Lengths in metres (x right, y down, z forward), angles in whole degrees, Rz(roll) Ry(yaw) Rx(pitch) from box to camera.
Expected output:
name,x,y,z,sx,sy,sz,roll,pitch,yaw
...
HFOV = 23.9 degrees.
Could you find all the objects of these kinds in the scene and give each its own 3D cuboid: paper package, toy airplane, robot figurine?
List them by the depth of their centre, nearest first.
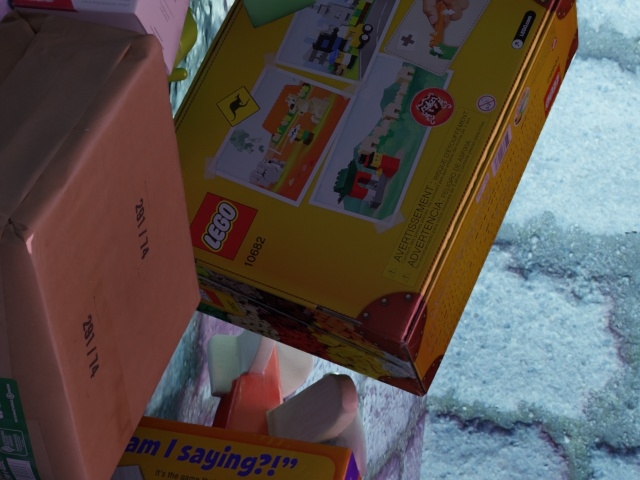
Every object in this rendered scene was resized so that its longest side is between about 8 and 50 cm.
name,x,y,z,sx,sy,sz,roll,pitch,yaw
paper package,-0.247,0.018,1.345,0.309,0.168,0.324,-66,159,-46
robot figurine,-0.179,-0.226,1.695,0.115,0.067,0.101,-62,157,-55
toy airplane,-0.060,0.295,1.942,0.384,0.272,0.386,-63,-168,10

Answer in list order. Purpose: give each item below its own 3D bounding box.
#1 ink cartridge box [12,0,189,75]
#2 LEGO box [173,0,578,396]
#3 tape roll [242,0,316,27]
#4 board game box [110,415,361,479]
name,x,y,z,sx,sy,sz,roll,pitch,yaw
ink cartridge box,-0.200,-0.270,1.467,0.127,0.128,0.176,64,35,-65
LEGO box,0.043,-0.122,1.797,0.500,0.373,0.193,-64,160,-16
tape roll,-0.099,-0.387,1.603,0.321,0.077,0.321,-22,90,-90
board game box,-0.154,0.411,1.510,0.356,0.357,0.356,74,27,-57
